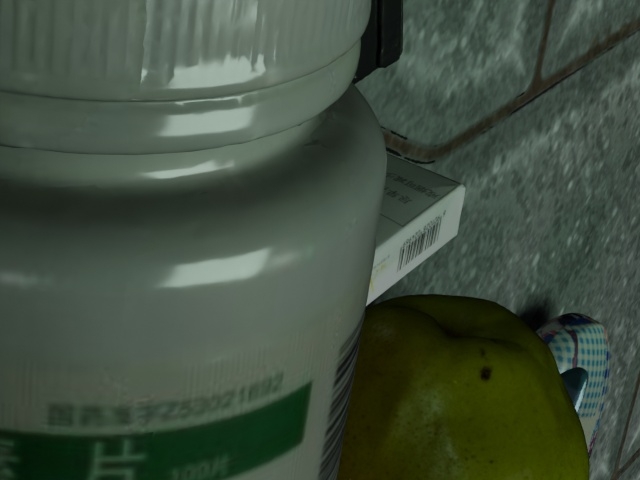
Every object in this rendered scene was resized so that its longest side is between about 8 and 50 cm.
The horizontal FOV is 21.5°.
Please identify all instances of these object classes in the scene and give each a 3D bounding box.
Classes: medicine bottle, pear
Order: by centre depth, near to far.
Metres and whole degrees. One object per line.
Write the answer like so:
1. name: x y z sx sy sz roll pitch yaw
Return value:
1. medicine bottle: -0.087 0.003 0.566 0.208 0.208 0.340 -32 138 -49
2. pear: 0.070 0.130 1.000 0.198 0.198 0.198 -43 146 -39

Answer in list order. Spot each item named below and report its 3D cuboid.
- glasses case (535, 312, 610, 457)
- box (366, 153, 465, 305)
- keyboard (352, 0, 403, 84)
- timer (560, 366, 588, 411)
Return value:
1. glasses case: 0.157 0.211 1.353 0.125 0.076 0.327 -17 126 -57
2. box: 0.000 0.000 0.869 0.154 0.084 0.040 -36 144 -46
3. keyboard: 0.013 -0.173 0.821 0.072 0.023 0.231 -36 141 -35
4. timer: 0.100 0.220 1.120 0.175 0.175 0.255 -21 150 -55
